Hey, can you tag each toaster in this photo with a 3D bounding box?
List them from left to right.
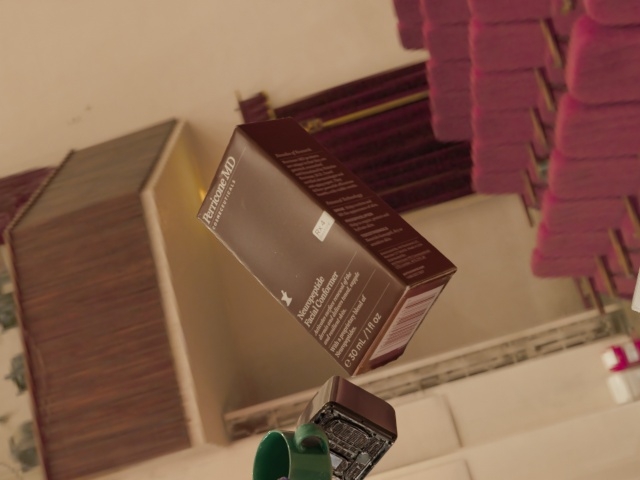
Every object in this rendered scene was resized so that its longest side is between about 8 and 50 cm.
[{"bbox_3d":[0.039,0.382,1.854,0.185,0.168,0.110,29,-154,-9],"label":"toaster"}]

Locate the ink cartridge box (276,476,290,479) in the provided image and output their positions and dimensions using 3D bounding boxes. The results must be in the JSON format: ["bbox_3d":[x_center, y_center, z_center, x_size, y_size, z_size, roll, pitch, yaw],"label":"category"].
[{"bbox_3d":[-0.025,0.496,1.198,0.151,0.270,0.395,26,163,51],"label":"ink cartridge box"}]

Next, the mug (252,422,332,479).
[{"bbox_3d":[-0.032,0.374,1.506,0.157,0.097,0.129,-31,52,52],"label":"mug"}]

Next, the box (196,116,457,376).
[{"bbox_3d":[0.000,0.000,1.412,0.381,0.191,0.143,44,-145,25],"label":"box"}]

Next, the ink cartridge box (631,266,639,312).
[{"bbox_3d":[0.419,0.006,0.977,0.127,0.128,0.176,-57,-25,-22],"label":"ink cartridge box"}]
